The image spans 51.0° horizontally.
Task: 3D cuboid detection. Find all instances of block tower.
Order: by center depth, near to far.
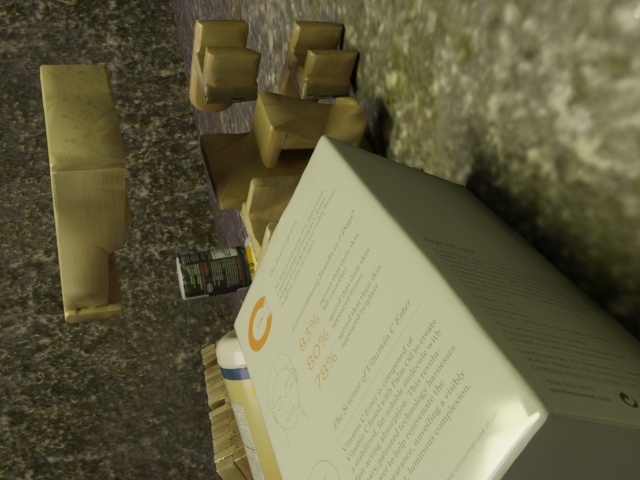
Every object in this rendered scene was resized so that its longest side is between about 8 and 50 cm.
[{"bbox_3d":[-0.131,0.286,1.127,0.097,0.091,0.335,63,179,-29],"label":"block tower"}]

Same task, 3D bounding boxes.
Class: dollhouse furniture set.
[{"bbox_3d":[-0.118,-0.062,0.825,0.256,0.395,0.362,110,147,-47],"label":"dollhouse furniture set"}]

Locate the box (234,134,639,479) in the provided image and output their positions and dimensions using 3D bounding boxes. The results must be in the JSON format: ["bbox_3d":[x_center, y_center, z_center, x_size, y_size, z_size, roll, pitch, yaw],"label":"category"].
[{"bbox_3d":[0.077,0.098,0.510,0.215,0.168,0.345,-64,29,21],"label":"box"}]

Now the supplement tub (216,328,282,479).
[{"bbox_3d":[0.008,0.251,0.906,0.228,0.229,0.316,170,83,-76],"label":"supplement tub"}]

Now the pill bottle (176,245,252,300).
[{"bbox_3d":[-0.281,0.089,1.921,0.130,0.246,0.130,171,90,-76],"label":"pill bottle"}]

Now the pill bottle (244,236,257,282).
[{"bbox_3d":[-0.115,0.035,1.516,0.103,0.103,0.184,154,105,-76],"label":"pill bottle"}]
